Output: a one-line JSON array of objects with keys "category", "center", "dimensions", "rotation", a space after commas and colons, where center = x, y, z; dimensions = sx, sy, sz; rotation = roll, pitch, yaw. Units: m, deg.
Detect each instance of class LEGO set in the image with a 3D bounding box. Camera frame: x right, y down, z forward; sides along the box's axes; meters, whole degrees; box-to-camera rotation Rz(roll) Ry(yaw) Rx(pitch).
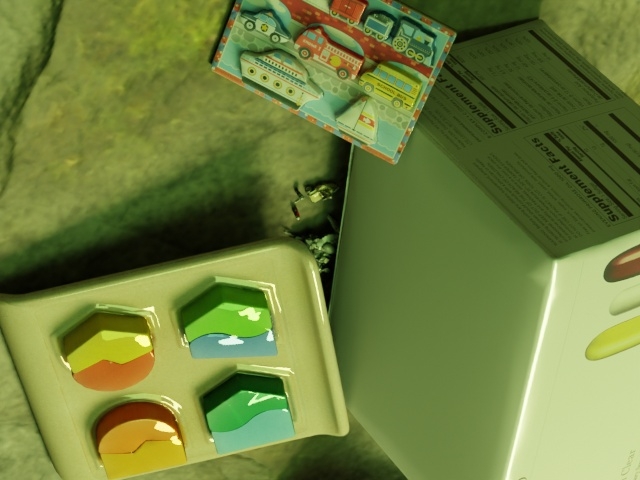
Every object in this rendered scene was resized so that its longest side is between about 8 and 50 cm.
[{"category": "LEGO set", "center": [-0.002, 0.000, 1.296], "dimensions": [0.054, 0.023, 0.083], "rotation": [-25, 136, -5]}]

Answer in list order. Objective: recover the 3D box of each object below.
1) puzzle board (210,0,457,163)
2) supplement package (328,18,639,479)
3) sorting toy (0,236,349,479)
[{"category": "puzzle board", "center": [0.005, -0.111, 1.149], "dimensions": [0.128, 0.011, 0.096], "rotation": [28, 121, 6]}, {"category": "supplement package", "center": [0.122, 0.032, 1.248], "dimensions": [0.145, 0.204, 0.261], "rotation": [-18, 136, -27]}, {"category": "sorting toy", "center": [-0.093, 0.089, 1.281], "dimensions": [0.208, 0.038, 0.193], "rotation": [-10, 135, 1]}]
